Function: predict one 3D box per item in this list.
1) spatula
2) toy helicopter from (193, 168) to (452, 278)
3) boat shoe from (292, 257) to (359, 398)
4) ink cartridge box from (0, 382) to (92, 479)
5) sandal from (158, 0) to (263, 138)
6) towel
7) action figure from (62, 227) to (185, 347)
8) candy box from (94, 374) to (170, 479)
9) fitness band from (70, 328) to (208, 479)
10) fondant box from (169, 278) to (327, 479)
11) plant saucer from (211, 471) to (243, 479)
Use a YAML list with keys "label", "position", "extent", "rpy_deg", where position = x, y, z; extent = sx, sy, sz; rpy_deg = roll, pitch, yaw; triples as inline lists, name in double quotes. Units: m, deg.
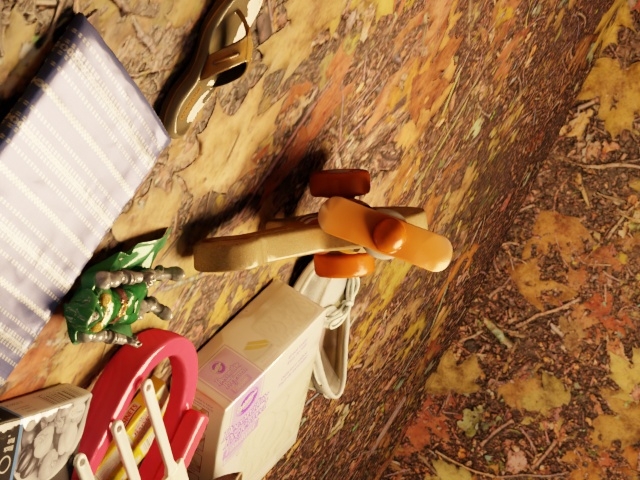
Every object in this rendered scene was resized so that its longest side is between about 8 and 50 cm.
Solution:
- label: "spatula"
  position: [-0.214, 0.290, 1.485]
  extent: [0.168, 0.019, 0.242]
  rpy_deg: [-48, 144, -36]
- label: "toy helicopter"
  position: [0.000, 0.000, 1.578]
  extent: [0.355, 0.235, 0.140]
  rpy_deg: [-12, 103, -44]
- label: "boat shoe"
  position: [0.011, 0.124, 1.957]
  extent: [0.118, 0.103, 0.320]
  rpy_deg: [-43, 157, -40]
- label: "ink cartridge box"
  position: [-0.328, 0.265, 1.314]
  extent: [0.206, 0.045, 0.208]
  rpy_deg: [-12, 119, -67]
- label: "sandal"
  position: [-0.099, -0.175, 1.265]
  extent: [0.180, 0.049, 0.072]
  rpy_deg: [-60, 162, 5]
- label: "towel"
  position: [-0.267, -0.011, 1.122]
  extent: [0.336, 0.040, 0.243]
  rpy_deg: [-57, 161, -11]
- label: "action figure"
  position: [-0.207, 0.063, 1.317]
  extent: [0.232, 0.063, 0.137]
  rpy_deg: [-18, 125, -74]
- label: "candy box"
  position: [-0.258, 0.273, 1.604]
  extent: [0.206, 0.027, 0.105]
  rpy_deg: [-52, 158, -22]
- label: "fitness band"
  position: [-0.226, 0.245, 1.516]
  extent: [0.291, 0.054, 0.209]
  rpy_deg: [-66, 152, -14]
- label: "fondant box"
  position: [-0.117, 0.247, 1.831]
  extent: [0.238, 0.096, 0.330]
  rpy_deg: [-43, 156, -39]
- label: "plant saucer"
  position: [-0.178, 0.444, 1.673]
  extent: [0.310, 0.050, 0.311]
  rpy_deg: [19, 90, -86]
